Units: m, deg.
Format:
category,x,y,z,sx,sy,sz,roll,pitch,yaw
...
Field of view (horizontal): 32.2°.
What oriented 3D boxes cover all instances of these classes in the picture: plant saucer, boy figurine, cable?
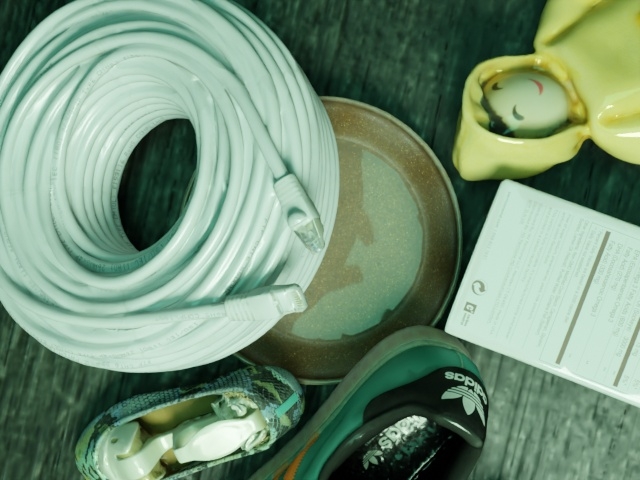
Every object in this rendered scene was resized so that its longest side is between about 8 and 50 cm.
category,x,y,z,sx,sy,sz,roll,pitch,yaw
plant saucer,0.000,0.000,0.775,0.198,0.036,0.199,0,90,7
boy figurine,0.207,-0.129,0.712,0.285,0.092,0.177,-24,70,4
cable,-0.112,-0.042,0.731,0.257,0.089,0.257,-20,74,24

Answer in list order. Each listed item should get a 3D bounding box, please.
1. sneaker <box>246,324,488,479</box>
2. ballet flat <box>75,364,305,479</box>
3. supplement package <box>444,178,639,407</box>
category,x,y,z,sx,sy,sz,roll,pitch,yaw
sneaker,0.001,0.194,0.717,0.108,0.121,0.302,32,102,-9
ballet flat,-0.101,0.135,0.757,0.188,0.070,0.070,-26,87,20
supplement package,0.182,0.041,0.714,0.179,0.105,0.105,21,91,7
